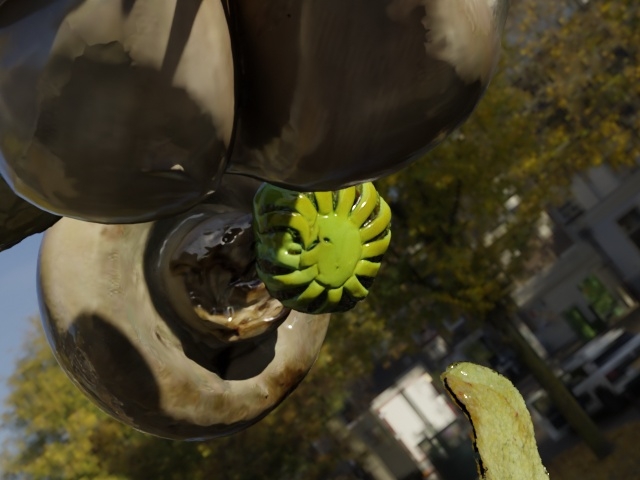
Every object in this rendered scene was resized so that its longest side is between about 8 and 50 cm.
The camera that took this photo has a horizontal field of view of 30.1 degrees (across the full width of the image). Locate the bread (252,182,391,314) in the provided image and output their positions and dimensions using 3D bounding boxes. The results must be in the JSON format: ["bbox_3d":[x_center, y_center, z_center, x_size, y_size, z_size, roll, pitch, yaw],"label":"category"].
[{"bbox_3d":[0.000,0.000,1.049,0.071,0.130,0.139,-136,60,-67],"label":"bread"}]

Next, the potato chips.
[{"bbox_3d":[0.147,0.185,0.890,0.026,0.209,0.142,-35,-11,27],"label":"potato chips"}]

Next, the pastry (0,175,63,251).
[{"bbox_3d":[-0.311,-0.124,0.947,0.329,0.330,0.136,-36,-24,-15],"label":"pastry"}]

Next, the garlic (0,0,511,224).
[{"bbox_3d":[-0.052,-0.120,0.444,0.210,0.237,0.292,-20,24,-15],"label":"garlic"}]

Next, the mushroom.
[{"bbox_3d":[-0.133,0.044,1.345,0.362,0.362,0.294,-33,12,-35],"label":"mushroom"}]
